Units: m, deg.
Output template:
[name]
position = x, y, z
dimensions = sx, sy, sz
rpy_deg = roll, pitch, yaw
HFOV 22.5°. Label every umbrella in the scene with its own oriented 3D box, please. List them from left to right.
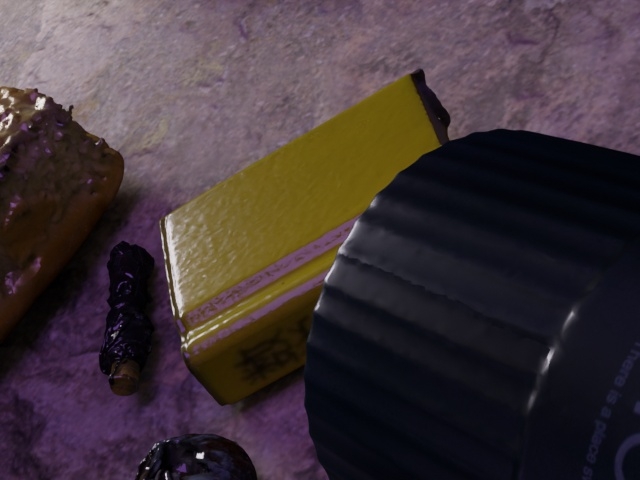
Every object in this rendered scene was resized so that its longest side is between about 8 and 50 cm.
[umbrella]
position = -0.139, 0.057, 1.160
dimensions = 0.037, 0.040, 0.144
rpy_deg = -31, 35, 20

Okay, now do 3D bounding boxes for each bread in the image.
[bread]
position = -0.273, -0.010, 1.267
dimensions = 0.174, 0.121, 0.245
rpy_deg = 7, 58, 51

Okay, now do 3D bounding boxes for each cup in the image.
[cup]
position = 0.163, 0.111, 0.753
dimensions = 0.242, 0.308, 0.292
rpy_deg = -20, 27, -32

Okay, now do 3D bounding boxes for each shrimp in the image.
[shrimp]
position = -0.096, 0.195, 0.943
dimensions = 0.079, 0.090, 0.233
rpy_deg = 3, 37, 16

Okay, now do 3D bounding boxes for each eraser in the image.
[eraser]
position = 0.000, 0.000, 1.084
dimensions = 0.226, 0.069, 0.158
rpy_deg = -30, 40, 11
